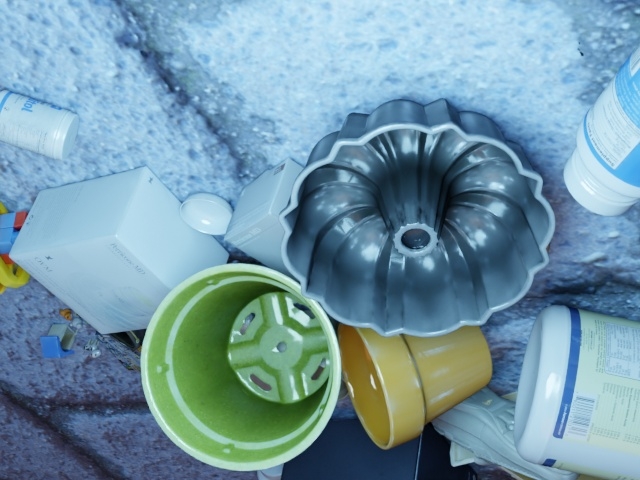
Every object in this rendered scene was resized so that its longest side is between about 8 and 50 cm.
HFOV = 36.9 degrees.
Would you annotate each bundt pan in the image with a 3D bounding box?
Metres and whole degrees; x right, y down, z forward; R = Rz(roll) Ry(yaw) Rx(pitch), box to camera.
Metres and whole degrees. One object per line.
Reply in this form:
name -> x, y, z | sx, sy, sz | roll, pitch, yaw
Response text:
bundt pan -> 0.114, -0.038, 1.182 | 0.330, 0.124, 0.331 | 1, 130, 1

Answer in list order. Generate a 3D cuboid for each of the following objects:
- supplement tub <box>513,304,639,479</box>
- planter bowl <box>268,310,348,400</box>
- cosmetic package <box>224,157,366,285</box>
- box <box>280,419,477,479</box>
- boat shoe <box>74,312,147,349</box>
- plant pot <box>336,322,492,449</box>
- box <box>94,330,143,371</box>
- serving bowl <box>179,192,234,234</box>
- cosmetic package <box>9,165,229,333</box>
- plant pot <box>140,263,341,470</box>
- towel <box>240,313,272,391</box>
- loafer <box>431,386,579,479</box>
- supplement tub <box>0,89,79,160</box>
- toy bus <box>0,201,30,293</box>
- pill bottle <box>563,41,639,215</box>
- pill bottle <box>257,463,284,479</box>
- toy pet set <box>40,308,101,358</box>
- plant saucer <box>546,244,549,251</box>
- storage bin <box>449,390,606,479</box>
supplement tub -> 0.459, 0.234, 1.378 | 0.324, 0.236, 0.235 | 11, 145, 6
planter bowl -> -0.019, 0.186, 1.604 | 0.162, 0.109, 0.162 | 11, 149, 7
cosmetic package -> 0.000, 0.000, 1.346 | 0.238, 0.107, 0.127 | 29, 147, -23
box -> 0.121, 0.488, 1.904 | 0.296, 0.183, 0.294 | -8, 144, 28
boat shoe -> -0.392, 0.111, 1.680 | 0.081, 0.069, 0.227 | -20, 132, 40
plant pot -> 0.149, 0.189, 1.457 | 0.187, 0.205, 0.205 | -16, 148, -15
box -> -0.358, 0.208, 1.840 | 0.093, 0.027, 0.137 | 0, 143, 23
serving bowl -> -0.163, -0.044, 1.411 | 0.083, 0.027, 0.083 | 10, 144, 7
cosmetic package -> -0.302, 0.023, 1.465 | 0.224, 0.138, 0.224 | -11, 138, 31
plant pot -> -0.084, 0.168, 1.388 | 0.275, 0.276, 0.254 | 8, -179, 11
towel -> -0.163, 0.212, 1.726 | 0.187, 0.049, 0.282 | 6, 139, 23
loafer -> 0.294, 0.320, 1.566 | 0.319, 0.112, 0.112 | 28, 129, 51
supplement tub -> -0.391, -0.156, 1.304 | 0.107, 0.071, 0.071 | 17, 145, -4
toy bus -> -0.541, 0.019, 1.568 | 0.211, 0.150, 0.220 | -7, 145, 4
pill bottle -> 0.350, -0.123, 1.019 | 0.124, 0.124, 0.221 | 18, 146, -4
pill bottle -> -0.078, 0.516, 2.094 | 0.108, 0.108, 0.194 | 4, 144, 15
toy pet set -> -0.478, 0.190, 1.829 | 0.114, 0.065, 0.122 | -4, 140, 26
plant saucer -> 0.274, 0.008, 1.328 | 0.083, 0.013, 0.083 | 10, 144, 7
storage bin -> 0.408, 0.382, 1.705 | 0.262, 0.123, 0.260 | 34, 141, -26
